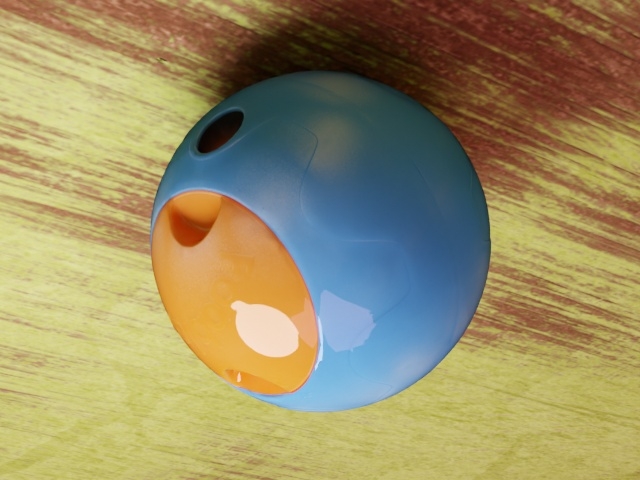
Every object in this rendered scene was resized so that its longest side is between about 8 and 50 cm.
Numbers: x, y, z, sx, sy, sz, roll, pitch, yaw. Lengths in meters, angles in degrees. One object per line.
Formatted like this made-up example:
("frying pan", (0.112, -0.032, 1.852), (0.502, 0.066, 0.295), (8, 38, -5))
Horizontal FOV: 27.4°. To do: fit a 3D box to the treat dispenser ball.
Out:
("treat dispenser ball", (0.000, 0.000, 1.113), (0.288, 0.288, 0.288), (-5, 149, -3))
